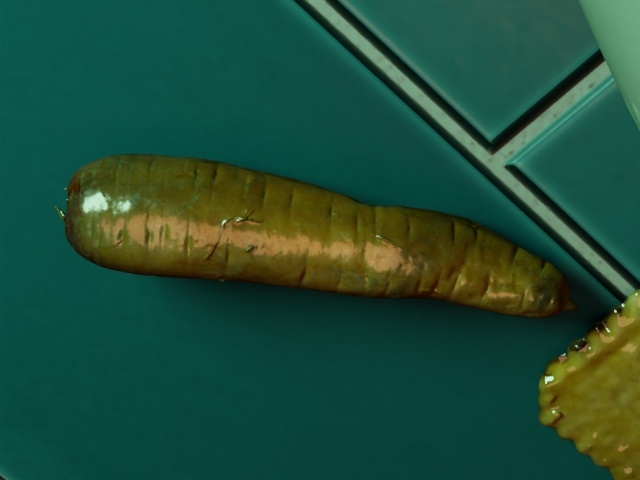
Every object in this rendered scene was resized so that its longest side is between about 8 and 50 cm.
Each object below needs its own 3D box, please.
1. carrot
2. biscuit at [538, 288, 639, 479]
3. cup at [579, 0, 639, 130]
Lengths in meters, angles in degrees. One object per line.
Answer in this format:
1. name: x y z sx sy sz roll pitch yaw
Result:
1. carrot: 0.000 0.000 0.824 0.248 0.059 0.059 9 121 0
2. biscuit: 0.255 0.075 0.849 0.232 0.013 0.237 39 119 -14
3. cup: 0.207 -0.144 0.655 0.258 0.186 0.234 -34 104 -7
